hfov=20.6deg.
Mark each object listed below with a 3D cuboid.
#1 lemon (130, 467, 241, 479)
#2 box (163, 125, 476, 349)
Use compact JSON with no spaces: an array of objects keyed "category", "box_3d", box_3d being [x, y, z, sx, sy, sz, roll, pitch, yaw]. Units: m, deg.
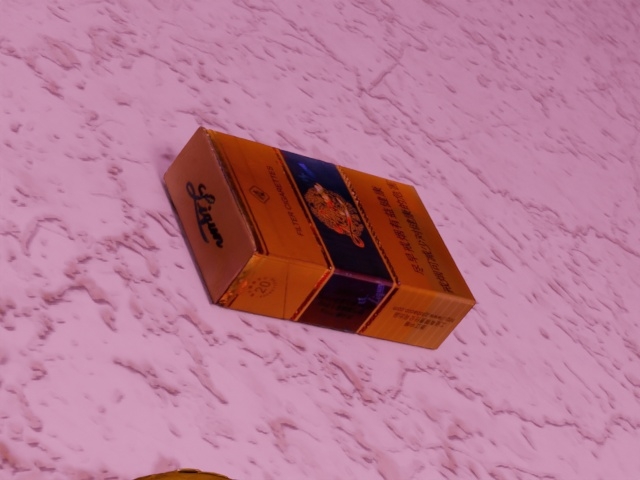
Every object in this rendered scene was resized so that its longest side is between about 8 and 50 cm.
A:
[{"category":"lemon","box_3d":[-0.064,0.227,0.917,0.204,0.204,0.260,18,20,-31]},{"category":"box","box_3d":[0.000,-0.001,1.464,0.237,0.070,0.152,11,38,-36]}]
